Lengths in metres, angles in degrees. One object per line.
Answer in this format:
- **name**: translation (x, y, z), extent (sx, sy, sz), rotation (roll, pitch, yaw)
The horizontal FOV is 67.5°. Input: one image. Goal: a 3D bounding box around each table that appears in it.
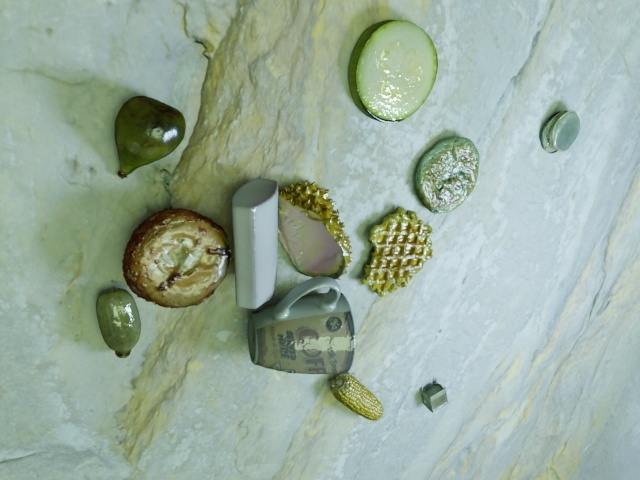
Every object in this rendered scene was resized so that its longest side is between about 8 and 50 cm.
- **table**: translation (0.420, 0.572, 1.773), extent (0.079, 0.062, 0.083), rotation (-25, 121, -17)

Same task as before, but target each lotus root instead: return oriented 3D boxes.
- **lotus root**: translation (-0.469, 0.199, 1.124), extent (0.090, 0.077, 0.183), rotation (-10, 113, -24)

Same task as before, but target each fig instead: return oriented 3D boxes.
- **fig**: translation (-0.360, -0.199, 0.989), extent (0.133, 0.127, 0.184), rotation (12, 101, -45)

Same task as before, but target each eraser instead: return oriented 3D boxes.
- **eraser**: translation (-0.153, 0.007, 1.147), extent (0.095, 0.174, 0.270), rotation (8, 119, 7)

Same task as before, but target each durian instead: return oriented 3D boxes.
- **durian**: translation (0.003, -0.007, 1.229), extent (0.186, 0.196, 0.305), rotation (-27, 119, -24)

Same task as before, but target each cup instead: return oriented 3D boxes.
- **cup**: translation (-0.052, 0.224, 1.267), extent (0.257, 0.227, 0.301), rotation (-1, 125, -20)

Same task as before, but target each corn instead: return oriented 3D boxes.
- **corn**: translation (0.125, 0.520, 1.576), extent (0.091, 0.091, 0.260), rotation (-25, 129, 25)

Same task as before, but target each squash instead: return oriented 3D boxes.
- **squash**: translation (0.188, -0.430, 1.235), extent (0.252, 0.049, 0.252), rotation (-13, 118, -25)

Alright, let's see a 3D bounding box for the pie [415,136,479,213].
- **pie**: translation (0.381, -0.192, 1.433), extent (0.241, 0.054, 0.240), rotation (-12, 118, -23)

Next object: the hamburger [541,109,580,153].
- **hamburger**: translation (0.792, -0.360, 1.580), extent (0.133, 0.062, 0.140), rotation (30, 92, -38)

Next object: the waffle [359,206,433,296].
- **waffle**: translation (0.226, 0.036, 1.447), extent (0.291, 0.051, 0.291), rotation (-11, 117, -24)

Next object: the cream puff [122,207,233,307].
- **cream puff**: translation (-0.321, 0.040, 1.089), extent (0.240, 0.164, 0.240), rotation (-3, 96, -26)
